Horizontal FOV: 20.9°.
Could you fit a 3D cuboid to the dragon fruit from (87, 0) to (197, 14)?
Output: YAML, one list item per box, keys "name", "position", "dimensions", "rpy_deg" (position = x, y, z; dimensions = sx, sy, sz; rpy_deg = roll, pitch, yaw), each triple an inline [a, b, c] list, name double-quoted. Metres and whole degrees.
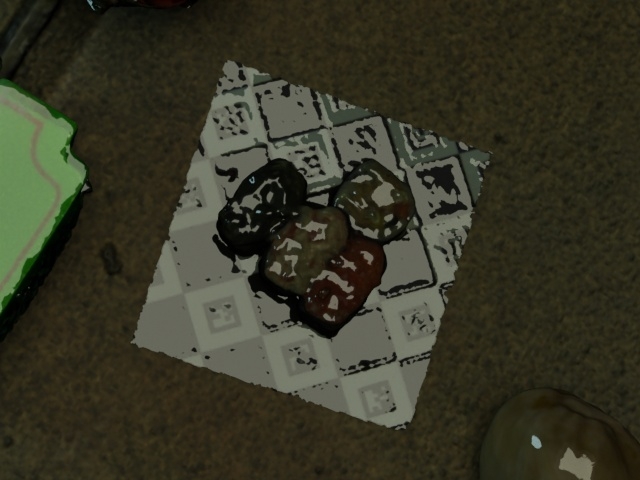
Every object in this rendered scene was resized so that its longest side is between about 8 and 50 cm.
- name: "dragon fruit"
  position: [-0.128, -0.248, 1.248]
  dimensions: [0.182, 0.182, 0.188]
  rpy_deg: [30, 70, -3]

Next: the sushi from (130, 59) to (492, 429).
- name: "sushi"
  position: [0.000, 0.000, 1.291]
  dimensions: [0.220, 0.047, 0.231]
  rpy_deg: [19, 79, -5]

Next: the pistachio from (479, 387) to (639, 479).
- name: "pistachio"
  position: [0.183, 0.196, 1.261]
  dimensions: [0.126, 0.108, 0.185]
  rpy_deg: [-17, 91, 12]

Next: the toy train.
- name: "toy train"
  position: [-0.273, -0.021, 1.213]
  dimensions: [0.188, 0.132, 0.243]
  rpy_deg: [32, 80, -7]
